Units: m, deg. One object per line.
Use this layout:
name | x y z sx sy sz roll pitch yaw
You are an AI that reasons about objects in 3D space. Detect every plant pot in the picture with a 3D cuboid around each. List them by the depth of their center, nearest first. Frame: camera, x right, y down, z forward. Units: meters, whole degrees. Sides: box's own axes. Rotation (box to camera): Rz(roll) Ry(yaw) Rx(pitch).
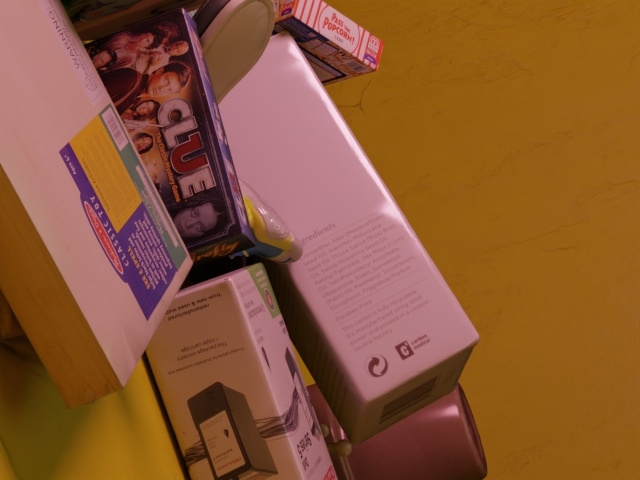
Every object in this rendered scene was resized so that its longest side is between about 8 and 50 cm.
plant pot | 0.110 0.304 2.190 0.263 0.229 0.263 -18 90 -82

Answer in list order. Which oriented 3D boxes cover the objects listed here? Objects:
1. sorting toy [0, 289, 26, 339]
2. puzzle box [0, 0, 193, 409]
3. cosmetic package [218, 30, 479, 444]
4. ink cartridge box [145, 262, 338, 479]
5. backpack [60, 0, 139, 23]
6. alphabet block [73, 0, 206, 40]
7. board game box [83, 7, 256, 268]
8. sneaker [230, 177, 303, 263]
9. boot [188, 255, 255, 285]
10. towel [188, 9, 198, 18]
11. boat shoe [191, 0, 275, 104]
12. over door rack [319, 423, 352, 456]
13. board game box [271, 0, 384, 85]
sorting toy | -0.264 -0.035 1.179 0.229 0.041 0.307 68 14 2
puzzle box | -0.234 -0.100 1.192 0.409 0.052 0.272 64 14 -14
cosmetic package | 0.000 0.000 1.880 0.453 0.161 0.230 59 -13 15
ink cartridge box | -0.081 0.174 1.604 0.198 0.115 0.273 -29 100 -82
backpack | -0.231 -0.308 1.389 0.253 0.191 0.225 -16 -85 58
alphabet block | -0.195 -0.327 1.595 0.192 0.197 0.193 -31 104 -71
board game box | -0.170 -0.082 1.440 0.042 0.165 0.243 51 20 -67
sneaker | -0.128 -0.015 1.672 0.240 0.126 0.091 39 7 -39
boot | -0.138 -0.019 1.831 0.178 0.085 0.236 68 2 -70
towel | -0.197 -0.392 1.969 0.271 0.040 0.370 66 31 -29
boat shoe | -0.148 -0.182 1.609 0.099 0.116 0.319 56 -36 13
over door rack | 0.024 0.378 1.867 0.324 0.108 0.239 -68 137 -78
board game box | -0.039 -0.246 1.948 0.147 0.193 0.045 30 65 -35
